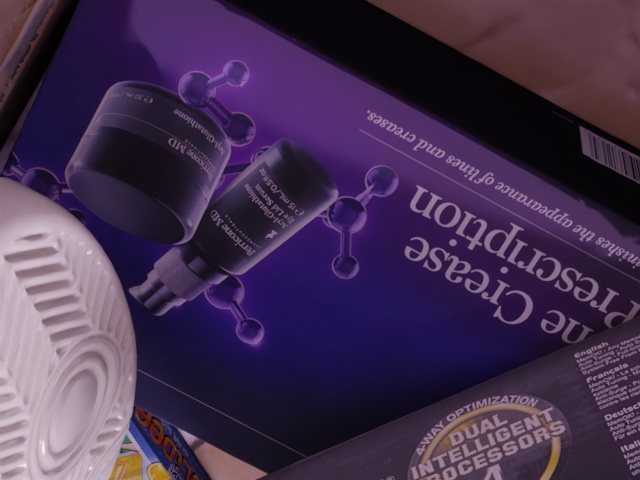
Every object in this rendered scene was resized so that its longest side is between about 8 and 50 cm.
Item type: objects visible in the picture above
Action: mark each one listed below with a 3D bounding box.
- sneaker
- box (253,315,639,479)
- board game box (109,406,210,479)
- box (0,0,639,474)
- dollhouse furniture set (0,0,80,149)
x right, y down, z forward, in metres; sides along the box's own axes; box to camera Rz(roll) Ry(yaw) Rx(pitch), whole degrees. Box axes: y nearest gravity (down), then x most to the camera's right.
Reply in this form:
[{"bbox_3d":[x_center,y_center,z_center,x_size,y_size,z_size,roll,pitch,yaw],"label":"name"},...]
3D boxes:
[{"bbox_3d":[-0.166,0.099,0.572,0.148,0.131,0.350,25,137,16],"label":"sneaker"},{"bbox_3d":[0.185,0.171,0.584,0.395,0.097,0.318,-25,124,7],"label":"box"},{"bbox_3d":[-0.168,0.131,0.715,0.201,0.035,0.136,-26,108,17],"label":"board game box"},{"bbox_3d":[0.000,0.000,0.602,0.261,0.103,0.184,28,117,-5],"label":"box"},{"bbox_3d":[-0.256,-0.067,0.443,0.256,0.394,0.362,32,114,-6],"label":"dollhouse furniture set"}]
